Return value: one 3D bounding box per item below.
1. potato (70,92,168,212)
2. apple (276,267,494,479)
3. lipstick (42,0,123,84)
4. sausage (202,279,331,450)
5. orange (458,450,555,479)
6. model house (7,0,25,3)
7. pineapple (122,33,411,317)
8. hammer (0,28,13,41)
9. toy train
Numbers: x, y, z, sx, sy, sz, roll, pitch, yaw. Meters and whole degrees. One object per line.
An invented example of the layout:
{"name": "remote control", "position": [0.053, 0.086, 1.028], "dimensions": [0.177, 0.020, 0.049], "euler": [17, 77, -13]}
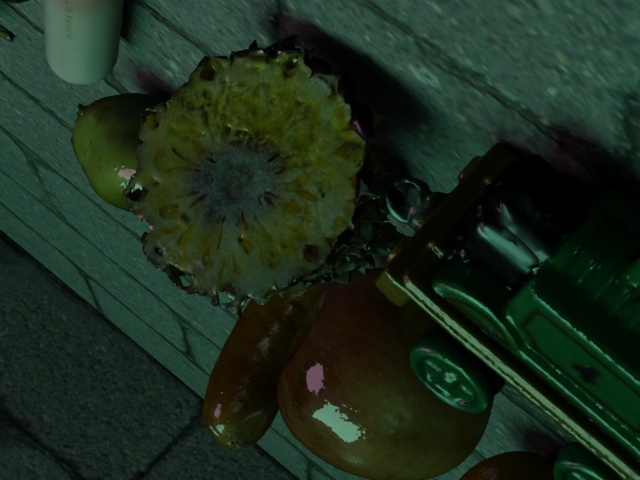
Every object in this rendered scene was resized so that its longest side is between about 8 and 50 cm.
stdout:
{"name": "potato", "position": [-0.188, -0.092, 1.748], "dimensions": [0.248, 0.143, 0.169], "euler": [26, -164, 32]}
{"name": "apple", "position": [0.074, 0.158, 1.615], "dimensions": [0.253, 0.253, 0.253], "euler": [38, 164, 13]}
{"name": "lipstick", "position": [-0.254, -0.258, 1.549], "dimensions": [0.087, 0.087, 0.327], "euler": [42, 164, 1]}
{"name": "sausage", "position": [-0.062, 0.130, 1.792], "dimensions": [0.109, 0.270, 0.109], "euler": [28, 168, 6]}
{"name": "orange", "position": [0.271, 0.357, 1.779], "dimensions": [0.240, 0.171, 0.240], "euler": [35, 169, 7]}
{"name": "model house", "position": [-0.196, -0.318, 0.990], "dimensions": [0.284, 0.243, 0.298], "euler": [17, 162, 49]}
{"name": "pineapple", "position": [-0.009, -0.043, 1.397], "dimensions": [0.262, 0.262, 0.272], "euler": [34, -175, 26]}
{"name": "hammer", "position": [-0.520, -0.322, 2.088], "dimensions": [0.195, 0.060, 0.028], "euler": [30, 160, 25]}
{"name": "toy train", "position": [0.233, 0.076, 1.141], "dimensions": [0.429, 0.178, 0.249], "euler": [40, 155, 4]}
